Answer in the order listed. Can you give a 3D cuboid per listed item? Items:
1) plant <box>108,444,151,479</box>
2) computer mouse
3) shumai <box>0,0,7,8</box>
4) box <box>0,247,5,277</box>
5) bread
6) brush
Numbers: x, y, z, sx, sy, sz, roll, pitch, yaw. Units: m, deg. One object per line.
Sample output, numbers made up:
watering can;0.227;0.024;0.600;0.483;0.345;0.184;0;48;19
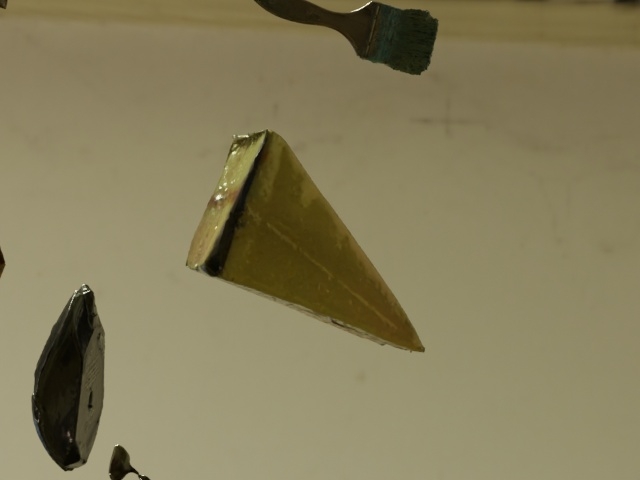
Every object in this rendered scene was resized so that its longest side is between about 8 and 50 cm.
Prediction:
plant;-0.117;0.376;1.732;0.333;0.251;0.180;17;-56;13
computer mouse;-0.254;0.138;1.652;0.062;0.192;0.106;6;13;8
shumai;-0.394;-0.320;1.831;0.139;0.105;0.123;33;-62;6
box;-0.550;0.091;2.200;0.197;0.089;0.313;-12;-23;-29
bread;0.003;0.003;1.789;0.264;0.163;0.167;22;-5;-17
brush;0.025;-0.226;1.712;0.196;0.070;0.021;14;-3;-9
